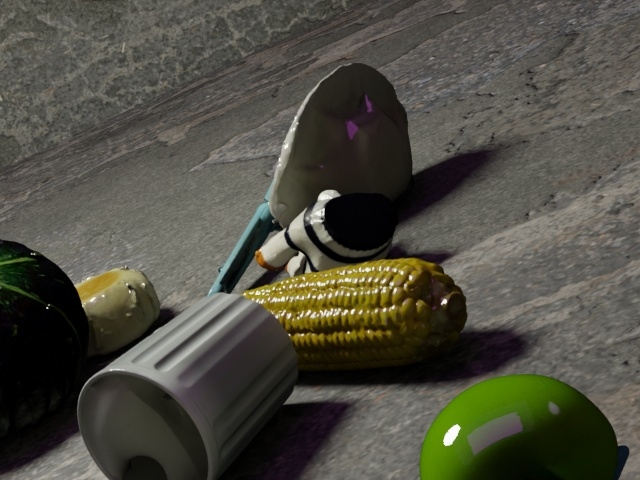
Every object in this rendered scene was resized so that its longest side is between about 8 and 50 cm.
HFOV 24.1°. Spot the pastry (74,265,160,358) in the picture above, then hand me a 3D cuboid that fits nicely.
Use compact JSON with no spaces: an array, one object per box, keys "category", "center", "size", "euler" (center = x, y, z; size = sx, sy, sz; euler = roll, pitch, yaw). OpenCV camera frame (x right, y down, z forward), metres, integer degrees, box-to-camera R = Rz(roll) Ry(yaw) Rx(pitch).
[{"category":"pastry","center":[-0.307,0.102,2.132],"size":[0.166,0.088,0.166],"euler":[-22,17,7]}]

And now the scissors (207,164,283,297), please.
[{"category":"scissors","center":[-0.080,-0.028,2.158],"size":[0.032,0.180,0.393],"euler":[19,45,12]}]

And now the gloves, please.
[{"category":"gloves","center":[0.013,0.009,1.943],"size":[0.140,0.131,0.219],"euler":[-40,-8,-30]}]

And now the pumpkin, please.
[{"category":"pumpkin","center":[-0.450,0.155,1.980],"size":[0.296,0.296,0.296],"euler":[-23,17,8]}]

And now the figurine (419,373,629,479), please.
[{"category":"figurine","center":[0.165,0.197,1.128],"size":[0.162,0.143,0.263],"euler":[-31,28,2]}]

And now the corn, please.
[{"category":"corn","center":[0.016,0.087,1.671],"size":[0.363,0.120,0.120],"euler":[-8,24,45]}]

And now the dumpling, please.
[{"category":"dumpling","center":[0.046,-0.117,2.115],"size":[0.293,0.163,0.204],"euler":[-35,-23,-38]}]

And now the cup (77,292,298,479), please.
[{"category":"cup","center":[-0.154,0.166,1.603],"size":[0.221,0.167,0.202],"euler":[-8,21,36]}]
